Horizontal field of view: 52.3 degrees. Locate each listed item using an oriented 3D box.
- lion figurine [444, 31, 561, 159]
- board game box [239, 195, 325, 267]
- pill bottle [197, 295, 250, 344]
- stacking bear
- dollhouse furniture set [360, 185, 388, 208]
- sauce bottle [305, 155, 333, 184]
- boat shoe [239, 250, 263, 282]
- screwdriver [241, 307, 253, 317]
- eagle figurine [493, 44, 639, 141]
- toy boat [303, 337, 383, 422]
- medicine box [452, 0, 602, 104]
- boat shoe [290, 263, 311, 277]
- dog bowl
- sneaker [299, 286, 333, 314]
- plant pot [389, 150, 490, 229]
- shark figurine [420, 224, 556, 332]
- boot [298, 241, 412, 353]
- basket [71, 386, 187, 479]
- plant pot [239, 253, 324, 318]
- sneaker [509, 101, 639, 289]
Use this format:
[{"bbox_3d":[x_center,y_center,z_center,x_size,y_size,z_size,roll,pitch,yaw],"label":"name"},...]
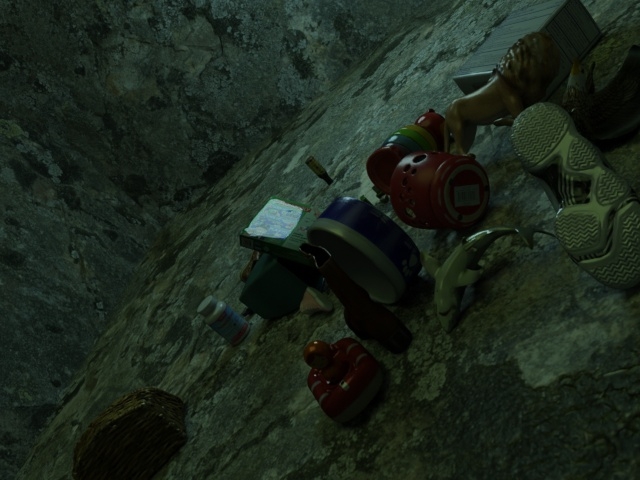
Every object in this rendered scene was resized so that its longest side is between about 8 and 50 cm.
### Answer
[{"bbox_3d":[0.415,-0.329,1.607,0.392,0.142,0.240,-23,74,36],"label":"lion figurine"},{"bbox_3d":[-0.038,-0.019,1.840,0.317,0.046,0.213,16,39,16],"label":"board game box"},{"bbox_3d":[-0.303,0.246,2.025,0.087,0.160,0.087,-39,21,18],"label":"pill bottle"},{"bbox_3d":[0.277,-0.270,1.903,0.164,0.175,0.289,-2,37,52],"label":"stacking bear"},{"bbox_3d":[0.194,-0.154,1.963,0.152,0.058,0.076,-41,21,14],"label":"dollhouse furniture set"},{"bbox_3d":[-0.003,-0.263,2.458,0.042,0.128,0.042,-39,22,19],"label":"sauce bottle"},{"bbox_3d":[-0.223,0.076,2.347,0.060,0.064,0.178,-2,53,55],"label":"boat shoe"},{"bbox_3d":[-0.261,0.254,2.134,0.170,0.024,0.025,-39,-8,22],"label":"screwdriver"},{"bbox_3d":[0.562,-0.282,1.368,0.298,0.225,0.226,-22,55,-24],"label":"eagle figurine"},{"bbox_3d":[0.026,0.266,1.351,0.151,0.151,0.231,-47,20,-3],"label":"toy boat"},{"bbox_3d":[0.558,-0.502,1.782,0.289,0.149,0.263,-47,20,-6],"label":"medicine box"},{"bbox_3d":[0.000,0.000,1.990,0.319,0.099,0.116,-37,21,22],"label":"boat shoe"},{"bbox_3d":[0.101,0.025,1.502,0.104,0.265,0.265,-49,20,-18],"label":"dog bowl"},{"bbox_3d":[-0.014,0.179,1.756,0.070,0.051,0.134,-62,30,6],"label":"sneaker"},{"bbox_3d":[0.286,-0.118,1.527,0.191,0.191,0.174,-52,25,-16],"label":"plant pot"},{"bbox_3d":[0.320,0.038,1.302,0.278,0.116,0.166,-47,52,20],"label":"shark figurine"},{"bbox_3d":[0.044,0.115,1.416,0.096,0.280,0.264,-46,20,-1],"label":"boot"},{"bbox_3d":[-0.554,0.551,1.856,0.299,0.213,0.223,-45,21,0],"label":"basket"},{"bbox_3d":[-0.122,0.119,1.927,0.234,0.165,0.165,-40,20,32],"label":"plant pot"},{"bbox_3d":[0.478,-0.068,1.143,0.137,0.210,0.365,-36,56,26],"label":"sneaker"}]
